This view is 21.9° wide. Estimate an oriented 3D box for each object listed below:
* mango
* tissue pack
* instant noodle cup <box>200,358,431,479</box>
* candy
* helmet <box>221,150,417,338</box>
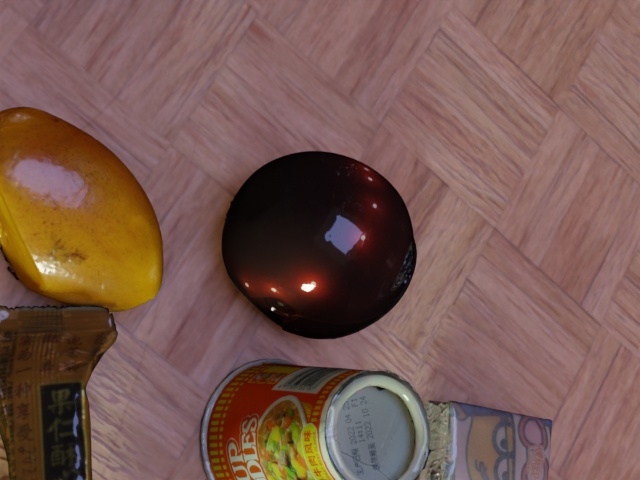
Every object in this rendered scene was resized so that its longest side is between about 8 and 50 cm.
[{"bbox_3d":[-0.255,-0.025,1.666,0.252,0.126,0.154,46,73,-18],"label":"mango"},{"bbox_3d":[0.192,0.255,1.932,0.155,0.065,0.115,15,76,-30],"label":"tissue pack"},{"bbox_3d":[0.006,0.208,1.736,0.193,0.212,0.193,6,79,-32],"label":"instant noodle cup"},{"bbox_3d":[-0.265,0.192,1.636,0.143,0.101,0.271,-5,76,-8],"label":"candy"},{"bbox_3d":[0.000,0.000,1.799,0.216,0.193,0.189,21,70,3],"label":"helmet"}]
